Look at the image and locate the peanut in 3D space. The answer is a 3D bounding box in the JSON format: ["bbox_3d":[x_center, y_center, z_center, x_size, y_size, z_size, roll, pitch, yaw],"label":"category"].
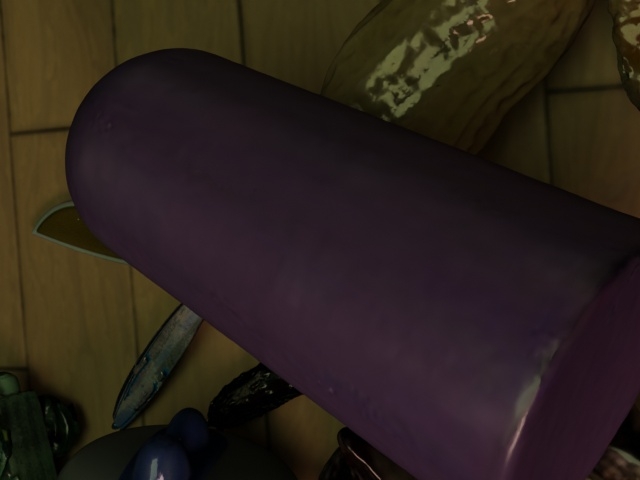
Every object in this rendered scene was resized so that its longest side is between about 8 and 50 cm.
[{"bbox_3d":[0.108,-0.157,0.908,0.152,0.152,0.313,45,111,15],"label":"peanut"}]

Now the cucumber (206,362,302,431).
[{"bbox_3d":[-0.042,0.132,1.051,0.181,0.053,0.053,-31,81,25],"label":"cucumber"}]

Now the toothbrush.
[{"bbox_3d":[-0.104,0.046,1.059,0.035,0.042,0.413,42,118,9],"label":"toothbrush"}]

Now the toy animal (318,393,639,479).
[{"bbox_3d":[0.119,0.176,0.909,0.344,0.194,0.302,-35,85,20],"label":"toy animal"}]

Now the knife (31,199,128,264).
[{"bbox_3d":[-0.144,0.003,1.100,0.343,0.027,0.061,9,102,24],"label":"knife"}]

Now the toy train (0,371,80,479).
[{"bbox_3d":[-0.332,0.293,1.163,0.202,0.120,0.300,-19,87,28],"label":"toy train"}]

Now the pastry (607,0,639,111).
[{"bbox_3d":[0.314,-0.161,0.836,0.193,0.093,0.182,-13,86,27],"label":"pastry"}]

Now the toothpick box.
[{"bbox_3d":[-0.135,0.320,0.989,0.263,0.263,0.354,11,100,24],"label":"toothpick box"}]

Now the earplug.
[{"bbox_3d":[0.000,0.000,0.789,0.456,0.215,0.215,29,106,29],"label":"earplug"}]
